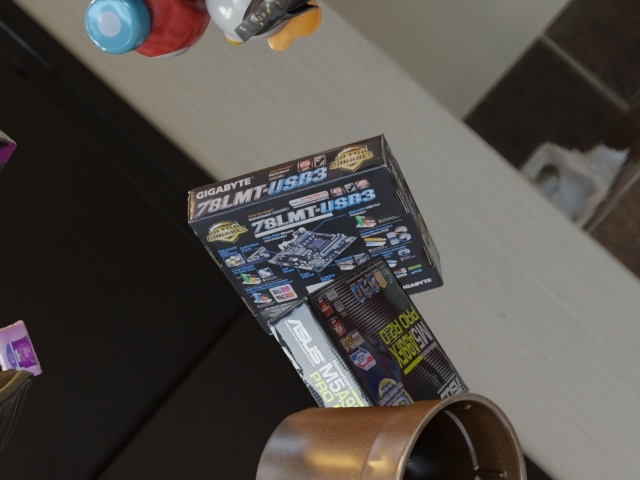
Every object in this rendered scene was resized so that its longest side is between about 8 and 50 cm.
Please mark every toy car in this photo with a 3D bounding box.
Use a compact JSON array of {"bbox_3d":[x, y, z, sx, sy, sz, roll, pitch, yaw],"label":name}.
[{"bbox_3d":[-0.117,-0.289,1.314,0.210,0.238,0.219,-66,-9,24],"label":"toy car"}]

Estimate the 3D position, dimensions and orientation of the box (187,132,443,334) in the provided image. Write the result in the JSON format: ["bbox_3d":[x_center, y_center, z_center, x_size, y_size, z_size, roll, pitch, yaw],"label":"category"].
[{"bbox_3d":[0.000,0.000,1.584,0.295,0.293,0.073,-17,47,13],"label":"box"}]

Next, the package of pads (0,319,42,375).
[{"bbox_3d":[-0.437,0.160,1.568,0.050,0.083,0.032,-21,7,-23],"label":"package of pads"}]

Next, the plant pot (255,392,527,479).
[{"bbox_3d":[0.049,0.199,0.858,0.165,0.167,0.167,-3,34,44],"label":"plant pot"}]

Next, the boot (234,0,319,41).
[{"bbox_3d":[0.024,-0.322,1.147,0.263,0.091,0.229,-42,10,-15],"label":"boot"}]

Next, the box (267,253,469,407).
[{"bbox_3d":[0.067,0.142,1.307,0.060,0.216,0.270,-35,-5,24],"label":"box"}]

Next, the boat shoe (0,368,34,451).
[{"bbox_3d":[-0.435,0.208,1.344,0.307,0.104,0.110,-137,66,-87],"label":"boat shoe"}]

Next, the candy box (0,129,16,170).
[{"bbox_3d":[-0.465,-0.107,1.202,0.159,0.233,0.071,-57,-26,5],"label":"candy box"}]
